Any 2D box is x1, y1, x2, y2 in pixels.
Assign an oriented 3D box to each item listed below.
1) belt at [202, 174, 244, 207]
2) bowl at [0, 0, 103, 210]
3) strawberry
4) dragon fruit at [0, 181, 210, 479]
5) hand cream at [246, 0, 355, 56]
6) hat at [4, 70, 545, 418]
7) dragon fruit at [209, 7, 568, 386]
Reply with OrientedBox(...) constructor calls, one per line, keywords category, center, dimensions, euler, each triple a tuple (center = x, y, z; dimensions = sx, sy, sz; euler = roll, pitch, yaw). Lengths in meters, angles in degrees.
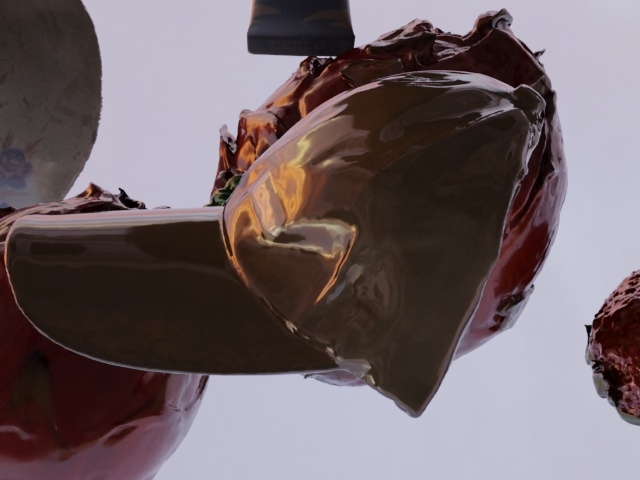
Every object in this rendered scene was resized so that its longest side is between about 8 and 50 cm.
OrientedBox(category="belt", center=(0.000, 0.000, 1.006), dimensions=(0.151, 0.121, 0.079), euler=(-14, -115, -26))
OrientedBox(category="bowl", center=(-0.372, -0.142, 1.486), dimensions=(0.313, 0.146, 0.313), euler=(-6, -102, 28))
OrientedBox(category="strawberry", center=(0.301, 0.077, 1.252), dimensions=(0.187, 0.082, 0.146), euler=(-26, -109, -16))
OrientedBox(category="dragon fruit", center=(-0.147, 0.067, 0.849), dimensions=(0.172, 0.172, 0.209), euler=(22, -93, 23))
OrientedBox(category="hand cream", center=(-0.013, -0.290, 1.296), dimensions=(0.091, 0.058, 0.271), euler=(2, -88, 0))
OrientedBox(category="hat", center=(-0.019, -0.021, 0.586), dimensions=(0.173, 0.144, 0.166), euler=(21, -161, -4))
OrientedBox(category="dragon fruit", center=(0.053, -0.029, 1.277), dimensions=(0.342, 0.277, 0.277), euler=(-24, -127, 3))
